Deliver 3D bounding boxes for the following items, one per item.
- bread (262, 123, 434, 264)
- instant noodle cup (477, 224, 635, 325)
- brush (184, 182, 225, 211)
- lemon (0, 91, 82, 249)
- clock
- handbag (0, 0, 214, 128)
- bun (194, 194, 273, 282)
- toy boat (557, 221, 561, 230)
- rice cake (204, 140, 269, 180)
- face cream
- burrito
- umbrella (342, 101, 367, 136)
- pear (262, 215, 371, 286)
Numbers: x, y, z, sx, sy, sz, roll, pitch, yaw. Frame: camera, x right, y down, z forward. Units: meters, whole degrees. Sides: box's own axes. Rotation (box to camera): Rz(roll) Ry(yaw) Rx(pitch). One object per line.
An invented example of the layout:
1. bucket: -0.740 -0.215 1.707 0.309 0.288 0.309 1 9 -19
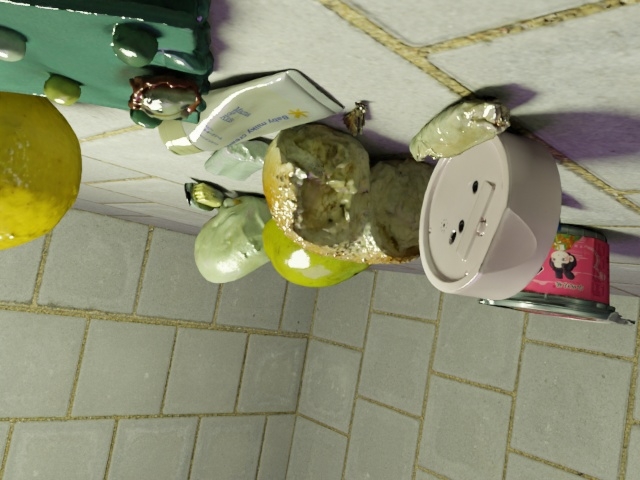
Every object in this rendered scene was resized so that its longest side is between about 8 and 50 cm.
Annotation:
1. bread: 0.024 -0.057 0.841 0.314 0.171 0.192 16 168 -40
2. instant noodle cup: 0.497 0.067 1.183 0.302 0.182 0.258 9 174 4
3. brush: -0.267 -0.106 1.446 0.060 0.068 0.297 -13 175 7
4. lemon: -0.465 -0.114 0.738 0.253 0.254 0.310 6 167 32
5. clock: 0.191 -0.031 0.664 0.068 0.197 0.197 10 174 -16
6. handbag: -0.233 -0.172 0.485 0.273 0.100 0.268 12 173 -12
7. bun: -0.206 -0.025 1.432 0.283 0.179 0.283 -27 -166 7
8. toy boat: 0.328 -0.060 0.911 0.228 0.046 0.080 13 172 -34
9. rice cake: -0.143 -0.138 0.958 0.080 0.042 0.221 16 173 -19
10. face cream: -0.094 -0.153 0.681 0.223 0.070 0.114 -4 168 30
11. burrito: 0.152 -0.120 0.621 0.058 0.045 0.188 4 174 -12
12. umbrella: 0.043 -0.147 0.677 0.031 0.020 0.083 49 175 4
13. pear: 0.000 0.000 1.255 0.269 0.213 0.212 6 173 22
